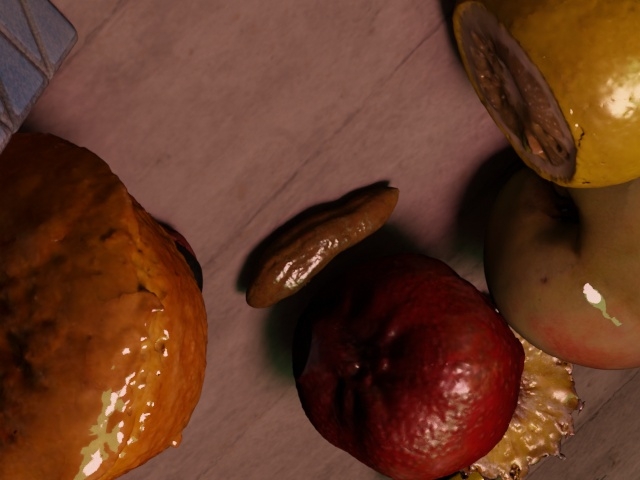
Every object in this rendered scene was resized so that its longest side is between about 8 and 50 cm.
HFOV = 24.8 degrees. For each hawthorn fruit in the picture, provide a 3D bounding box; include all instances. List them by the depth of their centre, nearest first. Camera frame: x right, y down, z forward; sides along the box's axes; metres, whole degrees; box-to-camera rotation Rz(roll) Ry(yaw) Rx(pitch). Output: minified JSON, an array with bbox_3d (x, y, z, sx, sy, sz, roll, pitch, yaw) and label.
[{"bbox_3d":[0.097,0.138,1.447,0.266,0.230,0.210,40,69,-55],"label":"hawthorn fruit"}]

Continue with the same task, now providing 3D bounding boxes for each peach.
[{"bbox_3d":[0.309,-0.003,1.450,0.292,0.247,0.292,-14,127,-20],"label":"peach"}]

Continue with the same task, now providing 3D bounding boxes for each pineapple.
[{"bbox_3d":[0.187,0.170,1.584,0.221,0.221,0.047,-23,178,-17],"label":"pineapple"}]

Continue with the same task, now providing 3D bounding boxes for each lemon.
[{"bbox_3d":[0.249,-0.178,1.251,0.219,0.240,0.240,-33,140,-10],"label":"lemon"}]

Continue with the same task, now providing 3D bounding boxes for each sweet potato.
[{"bbox_3d":[0.001,0.000,1.381,0.182,0.053,0.054,-35,101,-8],"label":"sweet potato"}]

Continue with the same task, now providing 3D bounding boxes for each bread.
[{"bbox_3d":[-0.234,0.072,1.099,0.312,0.312,0.172,-47,153,11],"label":"bread"}]

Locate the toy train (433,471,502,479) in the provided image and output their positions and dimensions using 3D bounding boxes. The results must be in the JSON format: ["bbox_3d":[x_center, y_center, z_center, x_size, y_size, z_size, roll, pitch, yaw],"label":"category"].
[{"bbox_3d":[0.202,0.357,1.719,0.150,0.237,0.369,-31,139,-6],"label":"toy train"}]

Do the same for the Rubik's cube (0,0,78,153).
[{"bbox_3d":[-0.295,-0.136,0.964,0.228,0.228,0.233,25,159,-9],"label":"Rubik's cube"}]

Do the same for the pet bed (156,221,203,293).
[{"bbox_3d":[-0.195,0.060,1.290,0.201,0.053,0.201,-21,138,-20],"label":"pet bed"}]
